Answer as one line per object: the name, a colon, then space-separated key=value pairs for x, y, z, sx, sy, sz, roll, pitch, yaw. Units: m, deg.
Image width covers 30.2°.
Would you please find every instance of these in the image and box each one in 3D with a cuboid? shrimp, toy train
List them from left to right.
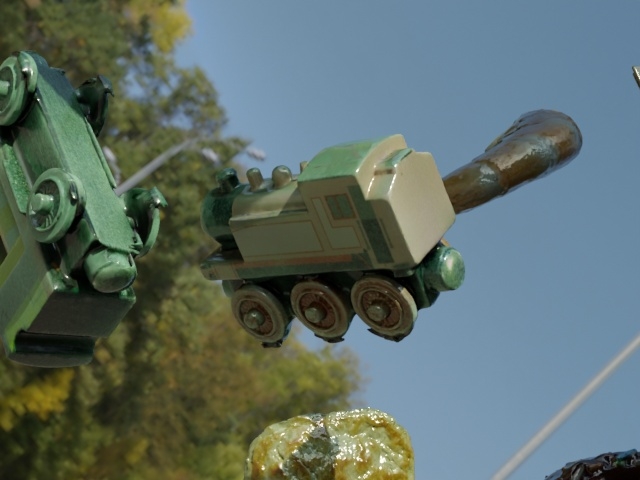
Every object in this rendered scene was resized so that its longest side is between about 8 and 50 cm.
toy train: x=-0.180 y=-0.029 z=0.775 sx=0.083 sy=0.132 sz=0.200 roll=11 pitch=40 yaw=-42
toy train: x=0.000 y=0.000 z=0.770 sx=0.194 sy=0.081 sz=0.125 roll=-5 pitch=-63 yaw=39
shrimp: x=0.175 y=-0.065 z=1.226 sx=0.068 sy=0.287 sz=0.185 roll=59 pitch=-28 yaw=-5

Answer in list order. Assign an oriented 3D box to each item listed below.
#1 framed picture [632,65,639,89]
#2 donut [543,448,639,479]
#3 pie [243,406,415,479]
framed picture: x=0.568 y=-0.152 z=1.707 sx=0.016 sy=0.273 sz=0.217 roll=-39 pitch=-117 yaw=43
donut: x=0.274 y=0.307 z=1.102 sx=0.235 sy=0.235 sz=0.089 roll=52 pitch=-13 yaw=-7
pie: x=0.013 y=0.340 z=1.643 sx=0.090 sy=0.247 sz=0.201 roll=144 pitch=-60 yaw=-69
